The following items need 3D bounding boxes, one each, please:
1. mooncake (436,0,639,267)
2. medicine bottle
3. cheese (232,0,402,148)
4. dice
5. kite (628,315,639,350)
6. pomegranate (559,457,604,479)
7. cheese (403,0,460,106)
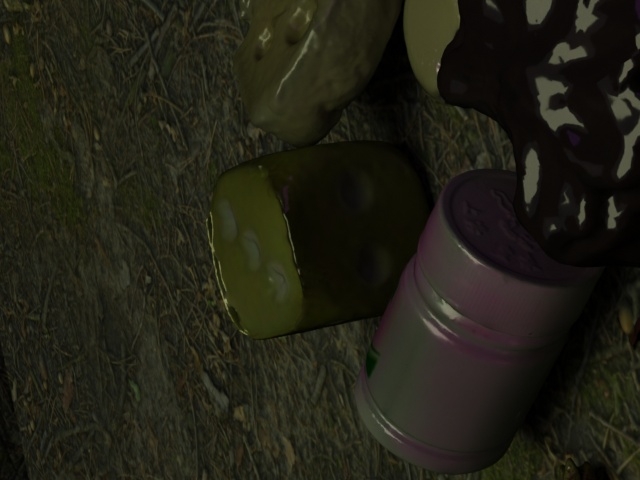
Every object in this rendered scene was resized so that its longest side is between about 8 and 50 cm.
[{"bbox_3d":[0.294,-0.173,1.743,0.381,0.212,0.351,55,131,35],"label":"mooncake"},{"bbox_3d":[0.183,0.099,1.964,0.212,0.212,0.325,55,140,36],"label":"medicine bottle"},{"bbox_3d":[-0.014,-0.284,2.192,0.318,0.115,0.326,-7,63,61],"label":"cheese"},{"bbox_3d":[0.000,0.000,2.218,0.238,0.226,0.233,-17,83,58],"label":"dice"},{"bbox_3d":[0.432,0.049,1.739,0.204,0.022,0.360,61,141,33],"label":"kite"},{"bbox_3d":[0.298,0.353,1.910,0.159,0.159,0.205,-44,35,52],"label":"pomegranate"},{"bbox_3d":[0.145,-0.300,2.069,0.163,0.070,0.249,-56,51,47],"label":"cheese"}]
